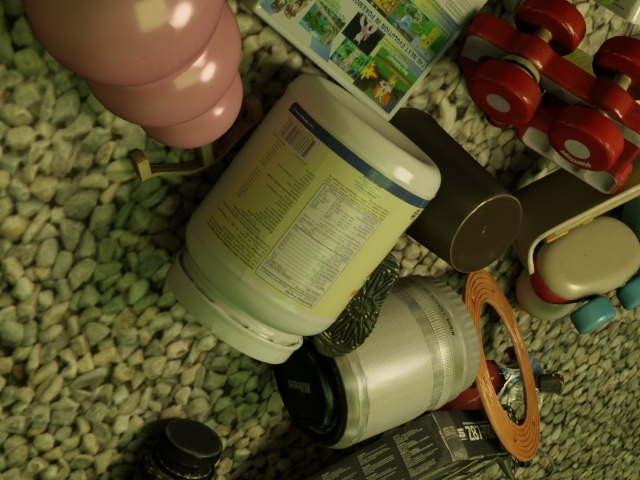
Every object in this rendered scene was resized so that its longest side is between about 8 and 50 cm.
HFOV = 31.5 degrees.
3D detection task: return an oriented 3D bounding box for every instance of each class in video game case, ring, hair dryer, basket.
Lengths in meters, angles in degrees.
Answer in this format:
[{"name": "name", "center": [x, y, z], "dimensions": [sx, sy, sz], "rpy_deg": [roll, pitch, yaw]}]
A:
[{"name": "video game case", "center": [0.091, -0.341, 1.466], "dimensions": [0.300, 0.036, 0.329], "rpy_deg": [-51, 141, 6]}, {"name": "ring", "center": [0.302, 0.212, 1.937], "dimensions": [0.032, 0.336, 0.336], "rpy_deg": [-18, 146, 22]}, {"name": "hair dryer", "center": [0.309, 0.333, 2.106], "dimensions": [0.294, 0.080, 0.223], "rpy_deg": [11, 89, -2]}, {"name": "basket", "center": [0.165, -0.068, 1.611], "dimensions": [0.204, 0.227, 0.154], "rpy_deg": [-5, 126, -39]}]

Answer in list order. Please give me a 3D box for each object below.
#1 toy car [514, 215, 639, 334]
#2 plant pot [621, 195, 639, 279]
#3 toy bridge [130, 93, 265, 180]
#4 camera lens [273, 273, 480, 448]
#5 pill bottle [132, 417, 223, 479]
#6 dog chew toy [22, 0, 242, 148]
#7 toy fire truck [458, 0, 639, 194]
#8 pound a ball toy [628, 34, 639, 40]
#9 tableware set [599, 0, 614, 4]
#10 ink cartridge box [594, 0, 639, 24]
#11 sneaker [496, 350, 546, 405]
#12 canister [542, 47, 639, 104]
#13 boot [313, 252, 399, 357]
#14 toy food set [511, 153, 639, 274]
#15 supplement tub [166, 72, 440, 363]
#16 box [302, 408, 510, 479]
[{"name": "toy car", "center": [0.437, 0.067, 2.029], "dimensions": [0.210, 0.219, 0.238], "rpy_deg": [-23, 164, -26]}, {"name": "plant pot", "center": [0.685, -0.030, 2.064], "dimensions": [0.293, 0.293, 0.235], "rpy_deg": [-35, 126, -13]}, {"name": "toy bridge", "center": [-0.150, -0.122, 1.448], "dimensions": [0.188, 0.026, 0.063], "rpy_deg": [-29, 140, -20]}, {"name": "camera lens", "center": [0.080, 0.184, 1.756], "dimensions": [0.274, 0.219, 0.219], "rpy_deg": [-16, 132, -31]}, {"name": "pill bottle", "center": [-0.230, 0.387, 1.733], "dimensions": [0.123, 0.123, 0.219], "rpy_deg": [3, 119, -43]}, {"name": "dog chew toy", "center": [-0.178, -0.217, 1.218], "dimensions": [0.207, 0.206, 0.332], "rpy_deg": [-39, 147, -8]}, {"name": "toy fire truck", "center": [0.327, -0.193, 1.616], "dimensions": [0.169, 0.302, 0.254], "rpy_deg": [-56, 172, -19]}, {"name": "pound a ball toy", "center": [0.634, -0.250, 1.936], "dimensions": [0.319, 0.136, 0.208], "rpy_deg": [-16, 132, -30]}, {"name": "tableware set", "center": [0.372, -0.401, 1.631], "dimensions": [0.154, 0.024, 0.104], "rpy_deg": [12, 96, -22]}, {"name": "ink cartridge box", "center": [0.543, -0.461, 1.693], "dimensions": [0.198, 0.115, 0.272], "rpy_deg": [-1, 124, -40]}, {"name": "sneaker", "center": [0.334, 0.283, 2.190], "dimensions": [0.211, 0.080, 0.081], "rpy_deg": [-24, 98, -11]}, {"name": "canister", "center": [0.414, -0.222, 1.741], "dimensions": [0.073, 0.170, 0.126], "rpy_deg": [-33, 139, -15]}, {"name": "boot", "center": [0.048, 0.055, 1.641], "dimensions": [0.076, 0.208, 0.189], "rpy_deg": [33, 102, -18]}, {"name": "toy food set", "center": [0.444, -0.058, 1.807], "dimensions": [0.306, 0.219, 0.092], "rpy_deg": [-28, 108, 8]}, {"name": "supplement tub", "center": [-0.026, -0.026, 1.469], "dimensions": [0.235, 0.235, 0.325], "rpy_deg": [23, 109, -49]}, {"name": "box", "center": [0.109, 0.410, 1.914], "dimensions": [0.395, 0.097, 0.318], "rpy_deg": [-33, 161, 22]}]
